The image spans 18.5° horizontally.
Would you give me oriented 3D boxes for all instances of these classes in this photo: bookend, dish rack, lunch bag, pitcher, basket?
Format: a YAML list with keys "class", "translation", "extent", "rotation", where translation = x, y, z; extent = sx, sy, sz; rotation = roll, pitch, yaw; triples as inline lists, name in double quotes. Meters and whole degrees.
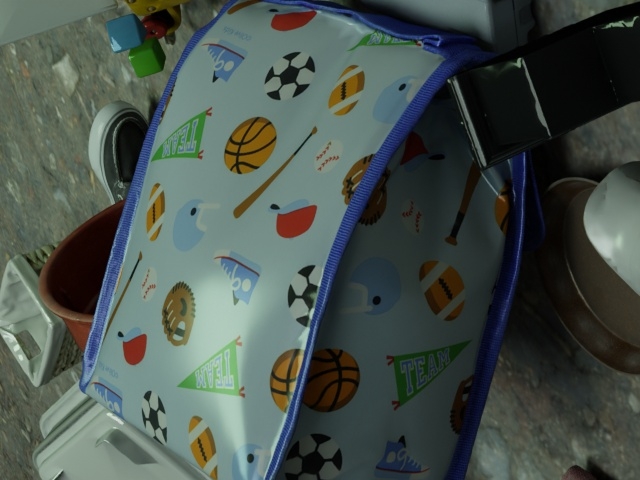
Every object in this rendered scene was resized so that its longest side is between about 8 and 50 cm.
- class: "bookend"
  translation: [0.199, -0.114, 1.350]
  extent: [0.157, 0.156, 0.072]
  rotation: [-8, 105, 60]
- class: "dish rack"
  translation: [-0.131, 0.271, 1.895]
  extent: [0.333, 0.072, 0.285]
  rotation: [41, 145, -6]
- class: "lunch bag"
  translation: [0.000, 0.000, 1.621]
  extent: [0.328, 0.239, 0.386]
  rotation: [22, 101, 50]
- class: "pitcher"
  translation: [0.294, 0.026, 1.360]
  extent: [0.178, 0.125, 0.207]
  rotation: [50, 166, -16]
- class: "basket"
  translation: [-0.329, 0.086, 2.450]
  extent: [0.113, 0.103, 0.167]
  rotation: [54, 150, 19]

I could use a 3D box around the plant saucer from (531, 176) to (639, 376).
- class: "plant saucer"
  translation: [0.231, 0.025, 1.538]
  extent: [0.168, 0.029, 0.168]
  rotation: [41, 143, 40]

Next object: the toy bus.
- class: "toy bus"
  translation: [-0.145, -0.270, 1.859]
  extent: [0.202, 0.104, 0.191]
  rotation: [-64, -43, -69]

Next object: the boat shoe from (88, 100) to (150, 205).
- class: "boat shoe"
  translation: [-0.193, -0.046, 2.149]
  extent: [0.076, 0.080, 0.229]
  rotation: [30, 137, 38]

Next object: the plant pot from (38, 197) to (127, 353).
- class: "plant pot"
  translation: [-0.106, 0.111, 1.954]
  extent: [0.272, 0.272, 0.265]
  rotation: [21, 137, 52]

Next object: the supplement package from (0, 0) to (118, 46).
- class: "supplement package"
  translation: [-0.327, -0.301, 1.953]
  extent: [0.263, 0.198, 0.199]
  rotation: [-127, 19, -78]

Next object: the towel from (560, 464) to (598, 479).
- class: "towel"
  translation: [0.319, 0.358, 1.645]
  extent: [0.329, 0.037, 0.237]
  rotation: [33, 136, 42]

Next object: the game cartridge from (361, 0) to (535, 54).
- class: "game cartridge"
  translation: [0.073, -0.294, 1.516]
  extent: [0.196, 0.060, 0.294]
  rotation: [33, 141, 49]
